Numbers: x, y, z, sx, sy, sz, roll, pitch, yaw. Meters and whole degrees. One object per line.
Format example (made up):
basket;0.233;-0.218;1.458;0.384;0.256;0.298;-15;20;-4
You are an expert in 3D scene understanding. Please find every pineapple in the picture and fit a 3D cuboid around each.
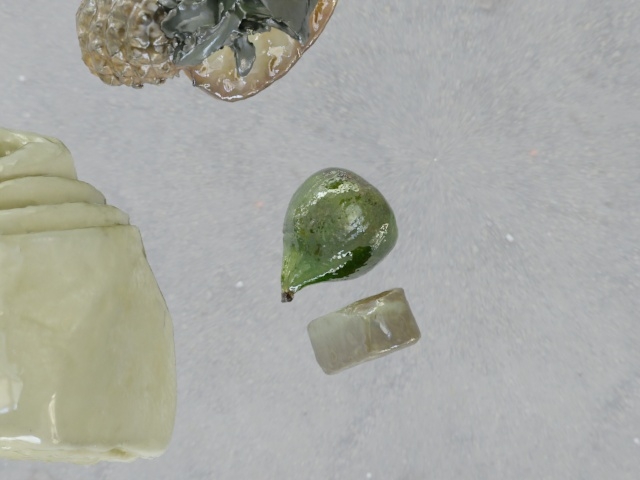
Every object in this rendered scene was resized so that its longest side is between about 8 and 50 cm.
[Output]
pineapple;-0.101;-0.196;0.875;0.237;0.111;0.119;-2;90;35

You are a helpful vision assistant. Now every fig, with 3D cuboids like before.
fig;0.000;0.000;1.758;0.235;0.203;0.203;-40;89;-15

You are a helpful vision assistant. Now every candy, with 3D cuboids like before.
candy;0.071;0.156;1.743;0.102;0.234;0.104;-19;83;-32

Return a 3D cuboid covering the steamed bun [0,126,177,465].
steamed bun;-0.250;0.029;0.681;0.289;0.276;0.203;4;77;30

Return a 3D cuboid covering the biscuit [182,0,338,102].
biscuit;-0.056;-0.301;1.237;0.154;0.045;0.299;37;97;-26
